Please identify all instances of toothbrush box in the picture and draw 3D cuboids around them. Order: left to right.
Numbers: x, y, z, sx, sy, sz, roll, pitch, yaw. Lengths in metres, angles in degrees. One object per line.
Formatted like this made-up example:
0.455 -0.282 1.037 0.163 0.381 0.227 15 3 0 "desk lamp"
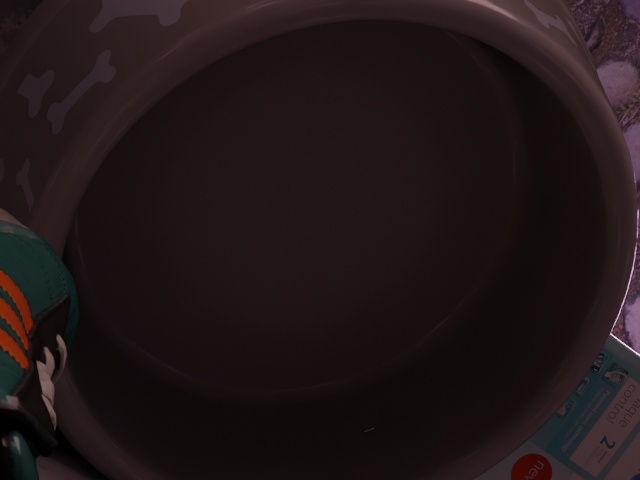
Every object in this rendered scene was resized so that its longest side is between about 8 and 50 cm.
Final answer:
0.126 0.133 1.145 0.295 0.216 0.126 37 3 -13 "toothbrush box"

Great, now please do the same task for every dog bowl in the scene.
0.000 0.000 0.757 0.349 0.349 0.102 34 16 -30 "dog bowl"

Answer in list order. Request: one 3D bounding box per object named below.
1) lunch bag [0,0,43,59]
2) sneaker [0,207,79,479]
-0.391 -0.269 1.348 0.287 0.235 0.169 34 8 -38 "lunch bag"
-0.132 0.060 0.464 0.121 0.108 0.302 37 11 9 "sneaker"
